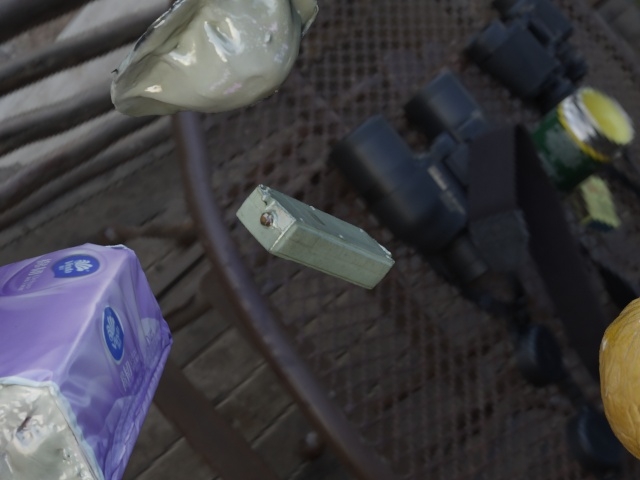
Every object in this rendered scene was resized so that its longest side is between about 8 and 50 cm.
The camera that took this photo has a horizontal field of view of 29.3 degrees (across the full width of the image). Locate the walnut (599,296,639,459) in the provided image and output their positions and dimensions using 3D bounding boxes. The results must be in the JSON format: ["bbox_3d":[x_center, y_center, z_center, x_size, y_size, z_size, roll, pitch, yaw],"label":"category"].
[{"bbox_3d":[0.360,0.140,1.218,0.165,0.165,0.197,-42,127,-52],"label":"walnut"}]

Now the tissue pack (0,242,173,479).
[{"bbox_3d":[-0.296,0.142,1.161,0.338,0.242,0.160,-83,155,-70],"label":"tissue pack"}]

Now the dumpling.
[{"bbox_3d":[-0.109,-0.195,1.194,0.142,0.247,0.172,60,18,22],"label":"dumpling"}]

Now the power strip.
[{"bbox_3d":[0.000,0.000,1.435,0.078,0.052,0.272,47,13,30],"label":"power strip"}]
